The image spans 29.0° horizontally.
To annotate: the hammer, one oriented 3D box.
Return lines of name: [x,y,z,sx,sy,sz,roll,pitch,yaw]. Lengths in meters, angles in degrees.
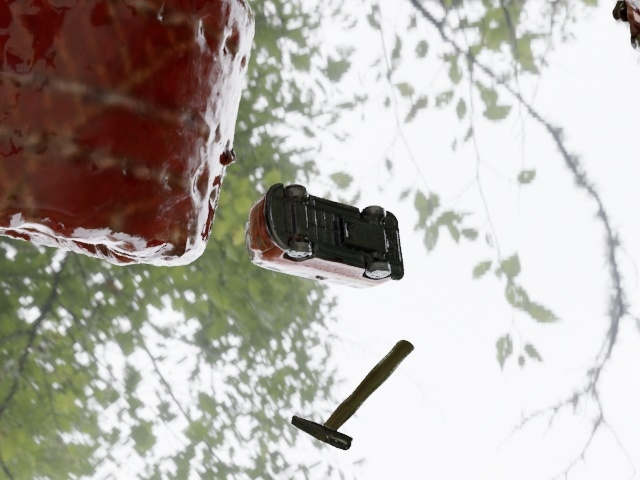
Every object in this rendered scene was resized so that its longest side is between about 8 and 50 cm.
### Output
hammer: [0.041,0.141,1.200,0.062,0.013,0.199,19,-151,20]

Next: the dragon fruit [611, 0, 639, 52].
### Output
dragon fruit: [0.301,-0.229,0.822,0.315,0.250,0.250,9,-127,-36]

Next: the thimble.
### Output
thimble: [-0.223,-0.108,0.967,0.350,0.350,0.231,9,-95,15]

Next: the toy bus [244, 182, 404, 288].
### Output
toy bus: [0.000,0.000,1.245,0.077,0.174,0.079,-30,-124,46]
